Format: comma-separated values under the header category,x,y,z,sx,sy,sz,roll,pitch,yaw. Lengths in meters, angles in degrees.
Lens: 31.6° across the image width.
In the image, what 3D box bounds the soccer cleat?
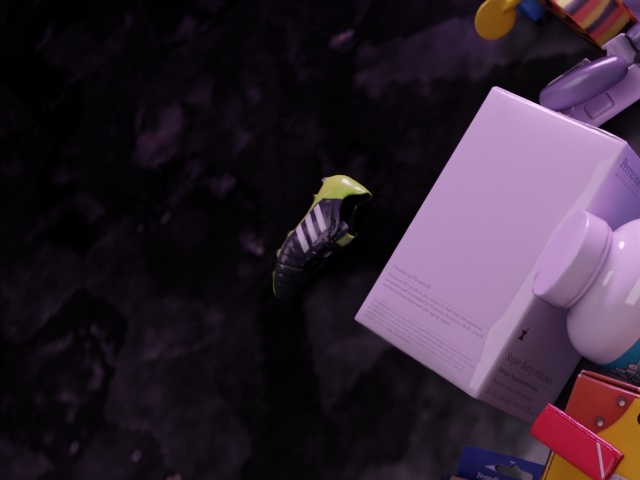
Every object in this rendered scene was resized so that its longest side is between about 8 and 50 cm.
category,x,y,z,sx,sy,sz,roll,pitch,yaw
soccer cleat,0.000,0.000,1.428,0.072,0.060,0.179,26,84,36

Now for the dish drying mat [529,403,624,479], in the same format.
category,x,y,z,sx,sy,sz,roll,pitch,yaw
dish drying mat,0.212,0.169,0.942,0.083,0.008,0.032,34,92,45

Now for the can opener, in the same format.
category,x,y,z,sx,sy,sz,roll,pitch,yaw
can opener,0.374,-0.212,1.246,0.280,0.093,0.074,-35,94,13

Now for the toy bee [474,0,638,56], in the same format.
category,x,y,z,sx,sy,sz,roll,pitch,yaw
toy bee,0.232,-0.331,1.341,0.298,0.162,0.195,23,87,37

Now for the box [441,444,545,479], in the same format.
category,x,y,z,sx,sy,sz,roll,pitch,yaw
box,0.174,0.337,1.198,0.136,0.036,0.225,9,76,35

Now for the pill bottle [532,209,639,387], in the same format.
category,x,y,z,sx,sy,sz,roll,pitch,yaw
pill bottle,0.332,0.075,1.048,0.264,0.146,0.146,29,89,-5

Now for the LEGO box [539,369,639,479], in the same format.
category,x,y,z,sx,sy,sz,roll,pitch,yaw
LEGO box,0.378,0.357,0.849,0.500,0.193,0.372,16,80,44

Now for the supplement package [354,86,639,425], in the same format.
category,x,y,z,sx,sy,sz,roll,pitch,yaw
supplement package,0.210,0.020,1.208,0.175,0.177,0.293,31,91,38
